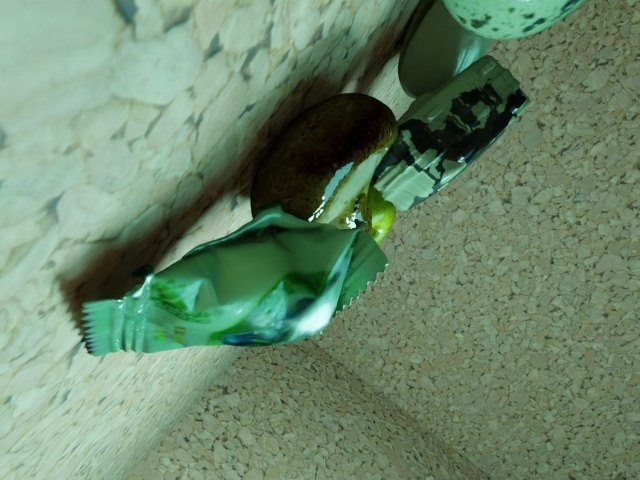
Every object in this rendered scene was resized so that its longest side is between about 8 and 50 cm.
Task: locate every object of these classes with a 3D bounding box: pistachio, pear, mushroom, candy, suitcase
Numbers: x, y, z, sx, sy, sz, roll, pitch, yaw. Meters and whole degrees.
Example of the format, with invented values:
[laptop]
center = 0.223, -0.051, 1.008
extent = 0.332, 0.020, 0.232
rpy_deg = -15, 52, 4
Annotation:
[pistachio]
center = 0.316, -0.511, 1.062
extent = 0.226, 0.207, 0.331
rpy_deg = 1, 136, -25
[pear]
center = 0.079, -0.095, 1.163
extent = 0.283, 0.284, 0.283
rpy_deg = -53, 175, -6
[mushroom]
center = 0.005, -0.126, 0.791
extent = 0.345, 0.239, 0.345
rpy_deg = 13, 90, -89
[candy]
center = -0.131, 0.091, 0.628
extent = 0.398, 0.172, 0.263
rpy_deg = -13, 149, -29
[suitcase]
center = 0.267, -0.236, 0.997
extent = 0.351, 0.194, 0.339
rpy_deg = -41, 179, -20

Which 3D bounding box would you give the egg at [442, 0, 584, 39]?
[egg]
center = 0.327, -0.493, 0.655
extent = 0.287, 0.288, 0.379
rpy_deg = -53, 175, -1
